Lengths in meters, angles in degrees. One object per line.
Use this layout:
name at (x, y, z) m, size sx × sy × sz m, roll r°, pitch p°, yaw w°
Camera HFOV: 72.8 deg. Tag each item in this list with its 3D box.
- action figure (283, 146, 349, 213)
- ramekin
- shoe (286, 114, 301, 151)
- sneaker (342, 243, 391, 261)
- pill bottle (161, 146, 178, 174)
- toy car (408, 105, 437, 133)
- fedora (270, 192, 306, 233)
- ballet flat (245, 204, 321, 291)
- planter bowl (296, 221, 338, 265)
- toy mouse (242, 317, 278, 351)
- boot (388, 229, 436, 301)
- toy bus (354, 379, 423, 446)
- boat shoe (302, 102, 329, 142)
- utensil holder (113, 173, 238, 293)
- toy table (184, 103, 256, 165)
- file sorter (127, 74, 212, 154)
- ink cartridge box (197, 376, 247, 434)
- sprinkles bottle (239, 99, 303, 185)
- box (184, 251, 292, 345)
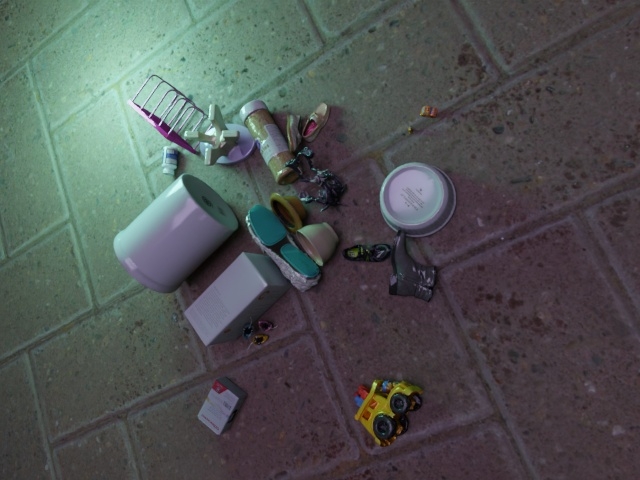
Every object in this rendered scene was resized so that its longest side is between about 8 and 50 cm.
action figure at (-0.009, -0.218, 1.659) m, size 0.164 × 0.141 × 0.276 m, roll -45°, pitch 110°, yaw -16°
ramekin at (0.333, -0.149, 1.525) m, size 0.272 × 0.127 × 0.273 m, roll -2°, pitch 84°, yaw 20°
shoe at (-0.101, -0.431, 1.716) m, size 0.058 × 0.077 × 0.219 m, roll -4°, pitch 49°, yaw -1°
sneaker at (0.168, 0.047, 1.595) m, size 0.188 × 0.078 × 0.067 m, roll -5°, pitch 83°, yaw 20°
pill bottle at (-0.684, -0.360, 1.970) m, size 0.067 × 0.067 × 0.120 m, roll 2°, pitch 85°, yaw 21°
toy car at (0.373, -0.440, 1.585) m, size 0.060 × 0.040 × 0.122 m, roll 33°, pitch 96°, yaw 21°
fedora at (-0.117, -0.119, 1.703) m, size 0.079 × 0.194 × 0.194 m, roll -36°, pitch 69°, yaw -25°
ballet flat at (-0.165, 0.042, 1.700) m, size 0.147 × 0.147 × 0.409 m, roll -45°, pitch 71°, yaw 11°
planter bowl at (0.000, 0.000, 1.636) m, size 0.109 × 0.162 × 0.162 m, roll -36°, pitch 71°, yaw -14°
toy mouse at (-0.253, 0.346, 1.713) m, size 0.160 × 0.143 × 0.031 m, roll -27°, pitch 32°, yaw -7°
boot at (0.330, 0.089, 1.524) m, size 0.161 × 0.083 × 0.247 m, roll 5°, pitch 103°, yaw 18°
toy bus at (0.218, 0.557, 1.504) m, size 0.211 × 0.149 × 0.220 m, roll 33°, pitch 95°, yaw 37°
boat shoe at (-0.019, -0.475, 1.730) m, size 0.063 × 0.059 × 0.170 m, roll 29°, pitch 96°, yaw 21°
utensil holder at (-0.577, -0.033, 1.761) m, size 0.385 × 0.327 × 0.328 m, roll -42°, pitch 72°, yaw 11°
toy table at (-0.424, -0.422, 1.828) m, size 0.274 × 0.161 × 0.253 m, roll -9°, pitch 82°, yaw 19°
file sorter at (-0.646, -0.560, 1.907) m, size 0.290 × 0.202 × 0.182 m, roll 41°, pitch 96°, yaw 20°
ink cartridge box at (-0.397, 0.665, 1.753) m, size 0.127 × 0.072 × 0.175 m, roll 30°, pitch 96°, yaw 21°
sprinkles bottle at (-0.201, -0.397, 1.759) m, size 0.121 × 0.121 × 0.356 m, roll -34°, pitch 74°, yaw 15°
box at (-0.316, 0.226, 1.689) m, size 0.345 × 0.215 × 0.168 m, roll -44°, pitch 71°, yaw 11°
